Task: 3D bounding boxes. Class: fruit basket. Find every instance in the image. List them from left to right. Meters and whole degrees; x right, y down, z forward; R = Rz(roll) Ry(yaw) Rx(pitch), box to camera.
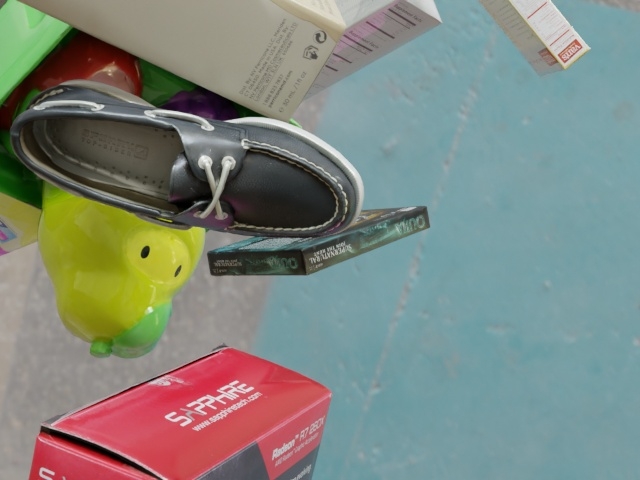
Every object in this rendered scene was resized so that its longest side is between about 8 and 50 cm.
[{"bbox_3d":[-0.203,-0.074,1.499,0.283,0.392,0.392,-42,117,17],"label":"fruit basket"}]

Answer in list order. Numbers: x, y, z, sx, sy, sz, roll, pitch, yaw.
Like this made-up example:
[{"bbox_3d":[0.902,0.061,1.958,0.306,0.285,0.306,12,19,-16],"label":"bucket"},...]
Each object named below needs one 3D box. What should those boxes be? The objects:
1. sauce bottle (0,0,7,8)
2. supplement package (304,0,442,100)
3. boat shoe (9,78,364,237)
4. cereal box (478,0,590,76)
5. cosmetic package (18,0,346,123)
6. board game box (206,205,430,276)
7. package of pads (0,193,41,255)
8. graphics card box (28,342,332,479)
[{"bbox_3d":[-0.377,-0.284,1.030,0.344,0.111,0.111,40,106,-6],"label":"sauce bottle"},{"bbox_3d":[0.018,-0.312,1.909,0.244,0.139,0.134,-26,161,24],"label":"supplement package"},{"bbox_3d":[-0.116,-0.056,1.184,0.302,0.091,0.114,12,112,10],"label":"boat shoe"},{"bbox_3d":[0.230,-0.311,1.734,0.047,0.173,0.240,-41,95,1],"label":"cereal box"},{"bbox_3d":[-0.145,-0.236,1.222,0.309,0.160,0.113,24,113,-25],"label":"cosmetic package"},{"bbox_3d":[0.000,0.000,1.331,0.186,0.126,0.026,-19,102,-46],"label":"board game box"},{"bbox_3d":[-0.418,-0.108,1.835,0.296,0.101,0.229,-19,118,39],"label":"package of pads"},{"bbox_3d":[-0.109,0.267,0.837,0.094,0.233,0.371,18,102,17],"label":"graphics card box"}]
